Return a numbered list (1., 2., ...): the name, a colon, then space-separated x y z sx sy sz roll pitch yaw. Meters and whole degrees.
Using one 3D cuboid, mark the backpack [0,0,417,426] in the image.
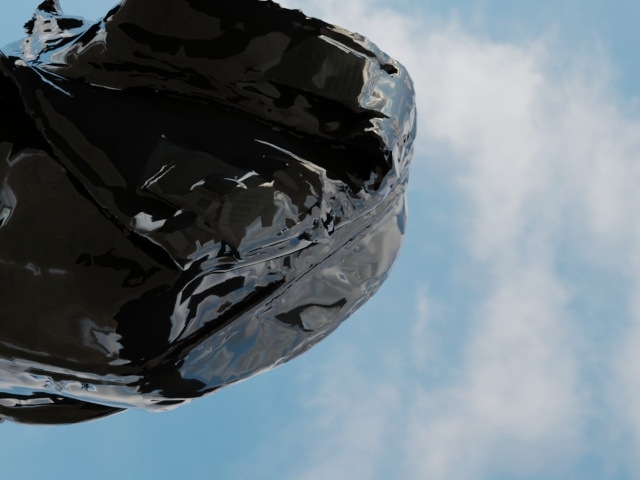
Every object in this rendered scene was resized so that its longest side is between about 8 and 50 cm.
1. backpack: -0.145 -0.028 0.718 0.445 0.363 0.255 3 -57 34
